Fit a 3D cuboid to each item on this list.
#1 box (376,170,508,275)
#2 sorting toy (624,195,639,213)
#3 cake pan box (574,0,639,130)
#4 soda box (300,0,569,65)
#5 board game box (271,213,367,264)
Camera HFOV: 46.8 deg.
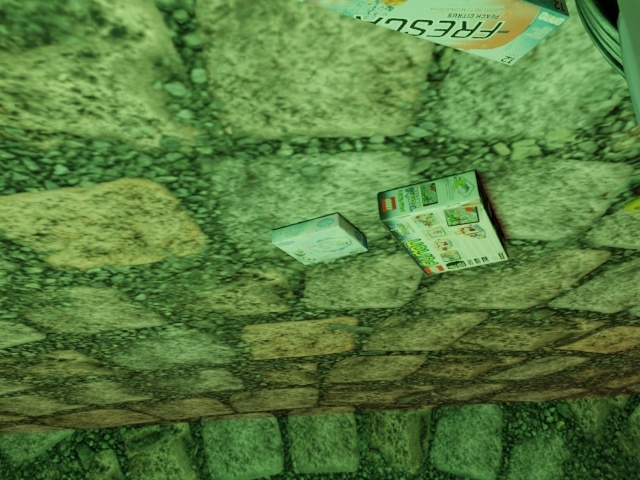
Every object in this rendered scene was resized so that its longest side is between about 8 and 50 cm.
[{"bbox_3d":[0.153,-0.014,0.892,0.114,0.036,0.207,-12,156,18],"label":"box"},{"bbox_3d":[0.489,-0.058,0.820,0.275,0.046,0.132,4,158,7],"label":"sorting toy"},{"bbox_3d":[0.236,-0.157,0.298,0.267,0.245,0.070,-15,155,22],"label":"cake pan box"},{"bbox_3d":[0.068,-0.170,0.468,0.183,0.062,0.058,8,154,-27],"label":"soda box"},{"bbox_3d":[0.000,0.000,0.917,0.090,0.020,0.090,-14,156,22],"label":"board game box"}]
